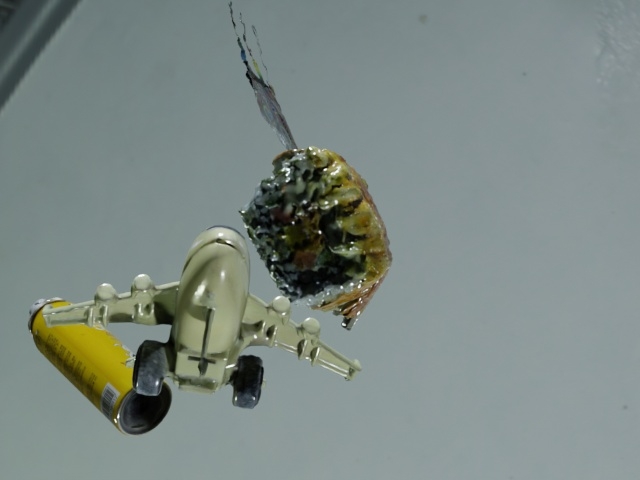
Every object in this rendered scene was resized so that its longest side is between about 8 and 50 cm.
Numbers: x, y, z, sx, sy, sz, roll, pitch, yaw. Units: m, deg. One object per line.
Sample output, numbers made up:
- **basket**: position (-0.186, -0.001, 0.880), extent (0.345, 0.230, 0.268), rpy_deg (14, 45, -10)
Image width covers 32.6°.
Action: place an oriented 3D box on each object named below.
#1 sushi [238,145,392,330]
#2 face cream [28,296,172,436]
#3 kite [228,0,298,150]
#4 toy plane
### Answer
- **sushi**: position (0.000, 0.000, 1.601), extent (0.184, 0.139, 0.274), rpy_deg (-27, 85, 12)
- **face cream**: position (-0.379, 0.189, 1.797), extent (0.349, 0.105, 0.105), rpy_deg (31, 105, 42)
- **kite**: position (-0.096, -0.258, 1.742), extent (0.015, 0.152, 0.285), rpy_deg (-24, 60, 12)
- **toy plane**: position (-0.081, 0.062, 0.783), extent (0.242, 0.256, 0.104), rpy_deg (11, 73, -5)
